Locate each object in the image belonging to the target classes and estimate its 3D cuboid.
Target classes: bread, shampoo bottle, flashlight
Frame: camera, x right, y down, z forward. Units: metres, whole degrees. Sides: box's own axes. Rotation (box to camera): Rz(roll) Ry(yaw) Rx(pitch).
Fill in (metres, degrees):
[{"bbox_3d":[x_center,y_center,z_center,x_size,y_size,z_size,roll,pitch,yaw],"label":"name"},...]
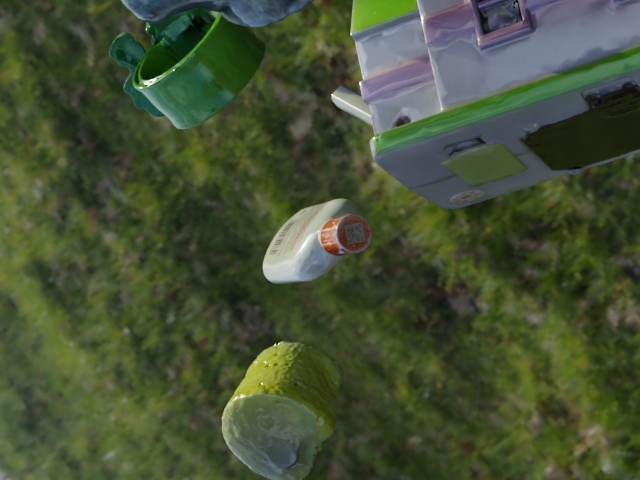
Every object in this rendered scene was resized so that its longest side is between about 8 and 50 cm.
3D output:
[{"bbox_3d":[-0.040,0.178,1.353,0.111,0.114,0.129,32,127,-5],"label":"bread"},{"bbox_3d":[0.000,0.000,1.436,0.051,0.108,0.221,40,165,-13],"label":"shampoo bottle"},{"bbox_3d":[0.040,-0.111,1.097,0.018,0.018,0.083,45,174,-38],"label":"flashlight"}]

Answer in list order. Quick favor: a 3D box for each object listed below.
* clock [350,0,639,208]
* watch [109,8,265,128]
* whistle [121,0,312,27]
[{"bbox_3d":[0.132,-0.204,0.761,0.166,0.235,0.309,25,-128,-64],"label":"clock"},{"bbox_3d":[-0.137,-0.177,1.368,0.131,0.165,0.152,47,-167,-30],"label":"watch"},{"bbox_3d":[-0.018,-0.340,1.152,0.168,0.405,0.188,38,-137,-40],"label":"whistle"}]
